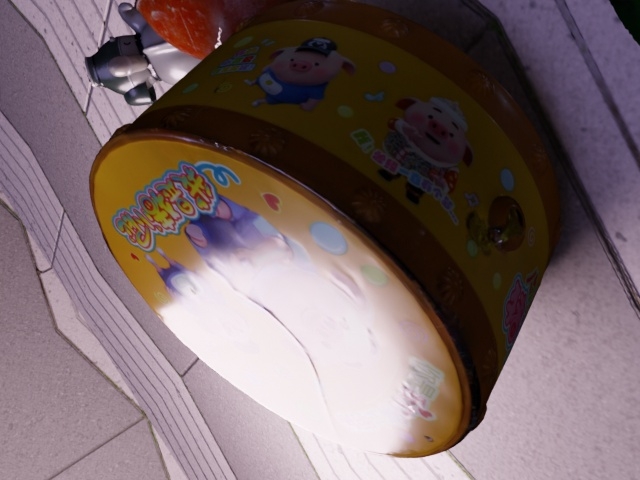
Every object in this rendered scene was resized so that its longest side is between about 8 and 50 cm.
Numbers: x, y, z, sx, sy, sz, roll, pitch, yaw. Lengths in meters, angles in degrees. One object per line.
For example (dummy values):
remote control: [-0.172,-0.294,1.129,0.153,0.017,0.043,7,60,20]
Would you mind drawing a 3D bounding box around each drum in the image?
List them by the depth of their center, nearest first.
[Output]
drum: [0.000,0.000,0.695,0.431,0.214,0.431,26,146,19]

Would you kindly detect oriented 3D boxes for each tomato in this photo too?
tomato: [-0.085,-0.275,0.769,0.155,0.181,0.214,48,156,-14]

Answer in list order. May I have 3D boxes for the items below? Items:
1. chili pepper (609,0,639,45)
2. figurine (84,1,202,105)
chili pepper: [0.270,-0.133,0.490,0.098,0.061,0.224,-21,95,41]
figurine: [-0.208,-0.248,0.926,0.147,0.192,0.126,-85,-18,-85]
